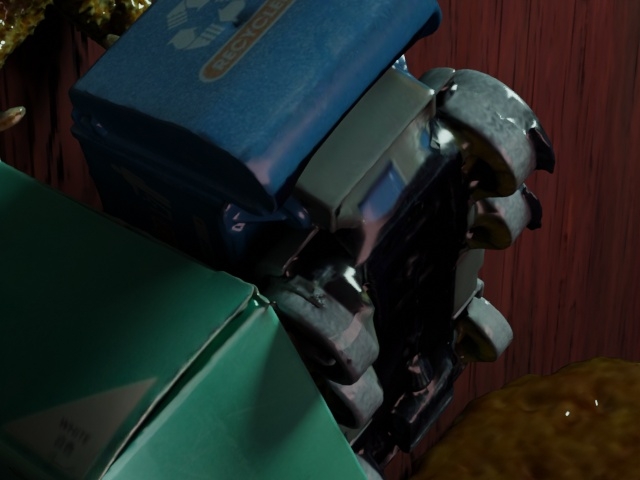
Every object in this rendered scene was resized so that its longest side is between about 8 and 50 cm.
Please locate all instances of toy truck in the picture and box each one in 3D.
[{"bbox_3d":[0.000,0.000,0.830,0.146,0.175,0.367,-48,160,-19],"label":"toy truck"}]

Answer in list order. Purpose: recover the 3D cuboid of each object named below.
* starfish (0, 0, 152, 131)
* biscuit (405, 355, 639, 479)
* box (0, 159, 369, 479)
[{"bbox_3d":[-0.116,-0.147,0.743,0.146,0.074,0.190,-15,122,-47],"label":"starfish"},{"bbox_3d":[0.179,0.260,1.104,0.395,0.343,0.166,-43,135,-28],"label":"biscuit"},{"bbox_3d":[-0.081,0.119,0.831,0.118,0.205,0.311,-50,141,-22],"label":"box"}]
